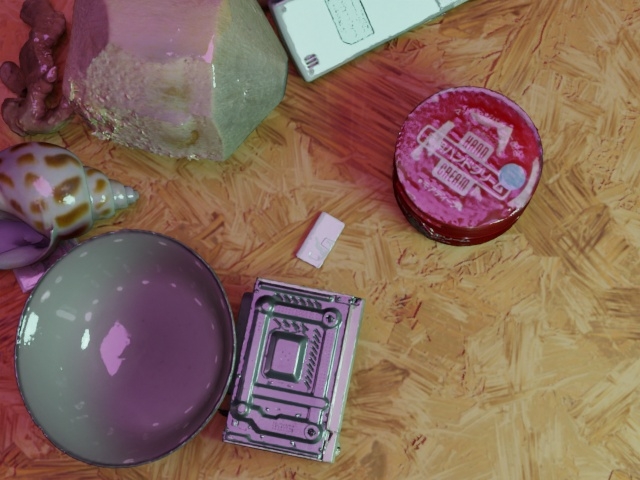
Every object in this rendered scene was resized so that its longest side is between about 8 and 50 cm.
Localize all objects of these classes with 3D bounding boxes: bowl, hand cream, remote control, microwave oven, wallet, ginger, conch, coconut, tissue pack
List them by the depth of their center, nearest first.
[{"bbox_3d":[-0.258,0.161,1.698,0.337,0.157,0.337,-3,78,15],"label":"bowl"},{"bbox_3d":[-0.045,0.191,1.714,0.194,0.145,0.240,12,80,-1],"label":"microwave oven"},{"bbox_3d":[-0.199,-0.259,1.725,0.309,0.297,0.297,11,79,8],"label":"coconut"},{"bbox_3d":[-0.420,-0.058,1.757,0.275,0.149,0.182,1,106,10],"label":"conch"},{"bbox_3d":[0.218,-0.108,1.768,0.230,0.149,0.230,0,80,2],"label":"hand cream"},{"bbox_3d":[-0.418,0.035,1.803,0.108,0.023,0.056,-27,80,-4],"label":"tissue pack"},{"bbox_3d":[0.000,0.000,1.815,0.044,0.011,0.083,30,80,5],"label":"wallet"},{"bbox_3d":[-0.452,-0.272,1.828,0.149,0.065,0.258,-29,62,21],"label":"ginger"},{"bbox_3d":[0.095,-0.387,1.839,0.344,0.050,0.145,-27,114,-6],"label":"remote control"}]

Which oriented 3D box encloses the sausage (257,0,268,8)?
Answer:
[{"bbox_3d":[-0.047,-0.410,1.867,0.301,0.066,0.066,-15,80,-6],"label":"sausage"}]
